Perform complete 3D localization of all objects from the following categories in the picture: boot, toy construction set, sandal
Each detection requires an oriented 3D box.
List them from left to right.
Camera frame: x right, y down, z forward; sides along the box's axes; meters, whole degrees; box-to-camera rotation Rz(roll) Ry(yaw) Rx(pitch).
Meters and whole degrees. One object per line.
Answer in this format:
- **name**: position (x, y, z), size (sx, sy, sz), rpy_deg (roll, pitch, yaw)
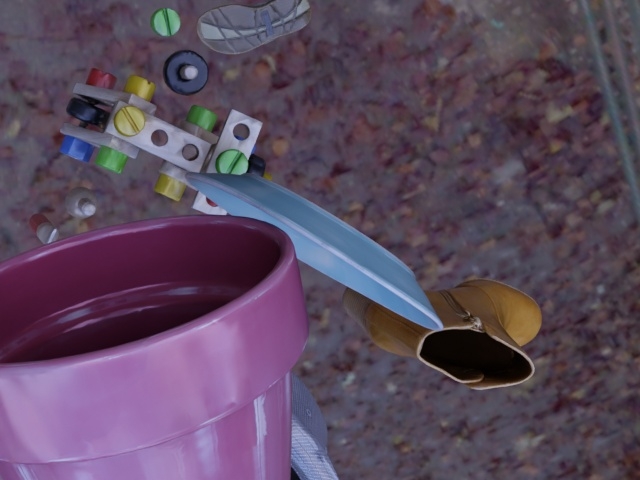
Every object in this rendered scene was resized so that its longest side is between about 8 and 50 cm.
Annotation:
- **toy construction set**: position (-0.204, -0.087, 1.304), size (0.309, 0.237, 0.257), rpy_deg (-42, 110, -9)
- **sandal**: position (-0.100, -0.320, 1.602), size (0.180, 0.049, 0.072), rpy_deg (-21, 112, -23)
- **boot**: position (0.184, 0.114, 1.238), size (0.295, 0.211, 0.104), rpy_deg (9, 101, -29)

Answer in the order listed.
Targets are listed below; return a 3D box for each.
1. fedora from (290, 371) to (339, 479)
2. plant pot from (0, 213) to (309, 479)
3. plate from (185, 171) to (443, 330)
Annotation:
- **fedora**: position (-0.073, 0.213, 1.067), size (0.243, 0.124, 0.275), rpy_deg (-13, 114, 30)
- **plant pot**: position (-0.096, 0.102, 0.606), size (0.201, 0.201, 0.180), rpy_deg (-13, 110, -7)
- **plate**: position (0.000, 0.000, 0.688), size (0.188, 0.188, 0.024), rpy_deg (35, 84, -42)
